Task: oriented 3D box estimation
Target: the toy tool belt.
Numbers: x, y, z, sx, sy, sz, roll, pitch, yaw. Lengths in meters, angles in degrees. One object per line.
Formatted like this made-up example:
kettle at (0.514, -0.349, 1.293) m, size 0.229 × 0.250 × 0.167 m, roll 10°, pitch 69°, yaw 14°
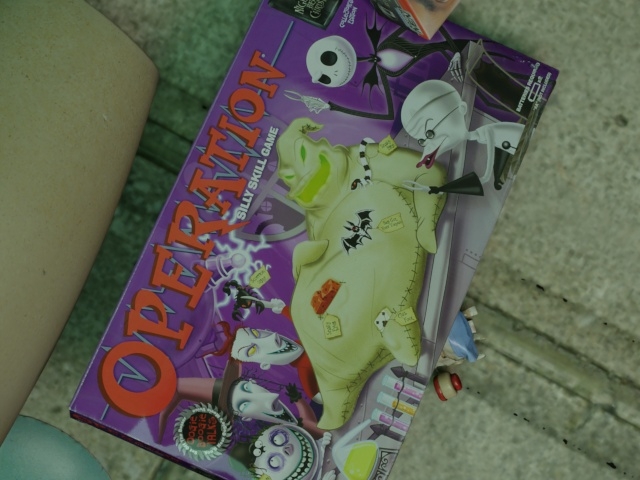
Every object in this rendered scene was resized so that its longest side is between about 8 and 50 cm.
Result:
toy tool belt at (0.094, 0.068, 1.254) m, size 0.051 × 0.052 × 0.083 m, roll -21°, pitch 99°, yaw 14°

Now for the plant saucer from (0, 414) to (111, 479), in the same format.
plant saucer at (-0.239, 0.223, 1.297) m, size 0.195 × 0.037 × 0.195 m, roll 0°, pitch 100°, yaw 1°

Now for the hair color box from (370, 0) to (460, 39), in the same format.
hair color box at (0.088, -0.226, 1.155) m, size 0.053 × 0.093 × 0.167 m, roll 32°, pitch 80°, yaw 36°

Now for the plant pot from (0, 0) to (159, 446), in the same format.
plant pot at (-0.238, -0.041, 1.165) m, size 0.256 × 0.256 × 0.274 m, roll 36°, pitch 83°, yaw -5°

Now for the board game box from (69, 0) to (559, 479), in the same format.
board game box at (0.000, 0.000, 1.178) m, size 0.208 × 0.056 × 0.346 m, roll 23°, pitch 77°, yaw 3°
